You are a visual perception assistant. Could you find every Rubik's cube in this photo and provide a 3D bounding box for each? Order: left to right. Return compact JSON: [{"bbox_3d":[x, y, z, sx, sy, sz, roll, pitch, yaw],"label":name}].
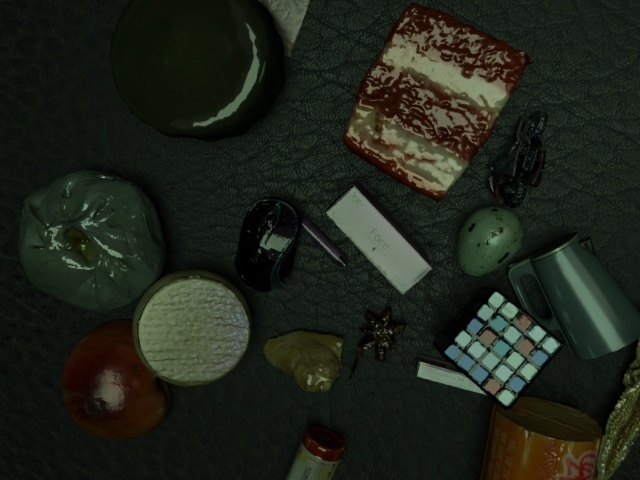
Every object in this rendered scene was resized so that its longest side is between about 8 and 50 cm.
[{"bbox_3d":[0.371,0.223,1.336,0.184,0.187,0.182,42,91,5],"label":"Rubik's cube"}]

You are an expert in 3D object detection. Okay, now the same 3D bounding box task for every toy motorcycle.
[{"bbox_3d":[0.423,-0.171,1.338,0.082,0.122,0.213,19,88,-19],"label":"toy motorcycle"}]

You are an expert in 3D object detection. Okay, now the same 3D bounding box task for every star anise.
[{"bbox_3d":[0.120,0.242,1.454,0.097,0.070,0.190,27,103,0],"label":"star anise"}]

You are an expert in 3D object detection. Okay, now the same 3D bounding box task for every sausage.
[{"bbox_3d":[0.473,0.514,1.367,0.233,0.233,0.287,9,101,6],"label":"sausage"}]

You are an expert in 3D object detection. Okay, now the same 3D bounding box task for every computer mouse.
[{"bbox_3d":[-0.126,0.017,1.423,0.137,0.096,0.233,18,110,9],"label":"computer mouse"}]

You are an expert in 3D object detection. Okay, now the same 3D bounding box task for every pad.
[{"bbox_3d":[-0.086,-0.516,1.395,0.113,0.006,0.187,21,102,3],"label":"pad"}]

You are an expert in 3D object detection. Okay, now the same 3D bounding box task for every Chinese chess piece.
[{"bbox_3d":[-0.293,0.200,1.442,0.270,0.112,0.270,-1,95,-11],"label":"Chinese chess piece"}]

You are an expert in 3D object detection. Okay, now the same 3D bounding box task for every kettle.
[{"bbox_3d":[0.540,0.122,1.356,0.210,0.160,0.243,-34,86,40],"label":"kettle"}]

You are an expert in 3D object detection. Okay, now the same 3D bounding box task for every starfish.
[{"bbox_3d":[0.782,0.354,1.374,0.324,0.082,0.432,11,95,2],"label":"starfish"}]

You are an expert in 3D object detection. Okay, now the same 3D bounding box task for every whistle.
[{"bbox_3d":[0.000,0.000,1.448,0.033,0.033,0.176,-44,91,11],"label":"whistle"}]

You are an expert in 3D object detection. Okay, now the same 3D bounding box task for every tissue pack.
[{"bbox_3d":[0.126,-0.014,1.374,0.092,0.148,0.246,-43,93,10],"label":"tissue pack"}]

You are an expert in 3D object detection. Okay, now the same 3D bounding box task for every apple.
[{"bbox_3d":[-0.492,0.353,1.502,0.251,0.163,0.293,-6,99,10],"label":"apple"}]

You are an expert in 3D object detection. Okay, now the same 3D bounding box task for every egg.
[{"bbox_3d":[0.363,0.005,1.356,0.131,0.131,0.164,24,114,3],"label":"egg"}]

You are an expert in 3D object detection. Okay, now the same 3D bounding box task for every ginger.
[{"bbox_3d":[-0.049,0.292,1.462,0.193,0.122,0.115,3,119,13],"label":"ginger"}]

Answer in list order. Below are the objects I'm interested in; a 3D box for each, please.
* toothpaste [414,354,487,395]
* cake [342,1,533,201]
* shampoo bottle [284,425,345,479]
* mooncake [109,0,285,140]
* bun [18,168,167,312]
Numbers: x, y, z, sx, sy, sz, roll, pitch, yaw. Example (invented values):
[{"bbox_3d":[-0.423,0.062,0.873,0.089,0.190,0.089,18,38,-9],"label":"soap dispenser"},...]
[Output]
[{"bbox_3d":[0.318,0.314,1.447,0.196,0.047,0.040,14,103,5],"label":"toothpaste"},{"bbox_3d":[0.211,-0.269,1.259,0.270,0.269,0.319,28,100,2],"label":"cake"},{"bbox_3d":[-0.037,0.591,1.507,0.104,0.104,0.278,23,101,3],"label":"shampoo bottle"},{"bbox_3d":[-0.257,-0.390,1.343,0.356,0.194,0.356,1,95,8],"label":"mooncake"},{"bbox_3d":[-0.536,0.007,1.437,0.354,0.194,0.354,1,98,6],"label":"bun"}]
